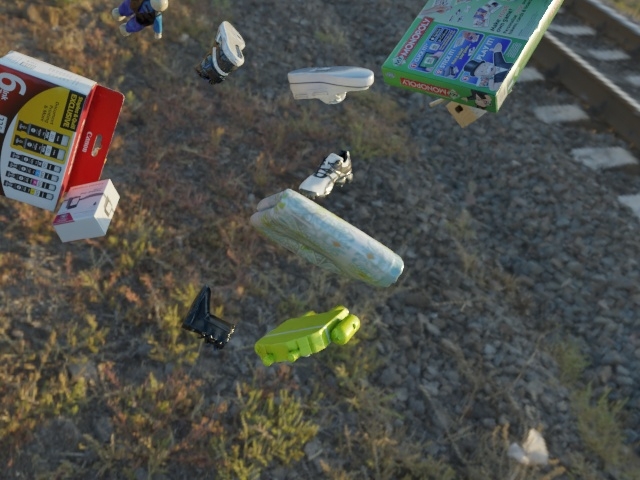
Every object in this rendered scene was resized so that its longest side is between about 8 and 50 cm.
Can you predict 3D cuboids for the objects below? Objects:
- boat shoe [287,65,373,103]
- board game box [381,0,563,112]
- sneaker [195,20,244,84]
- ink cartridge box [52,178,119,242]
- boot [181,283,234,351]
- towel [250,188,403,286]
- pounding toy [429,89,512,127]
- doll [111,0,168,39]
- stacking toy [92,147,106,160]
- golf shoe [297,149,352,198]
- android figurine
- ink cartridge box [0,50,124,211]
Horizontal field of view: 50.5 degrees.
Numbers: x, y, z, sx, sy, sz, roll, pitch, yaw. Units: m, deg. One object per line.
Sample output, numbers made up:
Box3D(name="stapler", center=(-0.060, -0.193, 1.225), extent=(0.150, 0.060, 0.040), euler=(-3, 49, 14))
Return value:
Box3D(name="boat shoe", center=(0.029, -0.382, 1.686), extent=(0.258, 0.084, 0.095), euler=(15, 36, 43))
Box3D(name="board game box", center=(0.277, -0.376, 1.193), extent=(0.213, 0.046, 0.317), euler=(22, 67, 29))
Box3D(name="sneaker", center=(-0.252, -0.452, 1.650), extent=(0.079, 0.121, 0.217), euler=(44, 20, -29))
Box3D(name="ink cartridge box", center=(-0.555, -0.072, 1.612), extent=(0.109, 0.063, 0.150), euler=(-11, 40, 9))
Box3D(name="boot", center=(-0.222, 0.160, 1.397), extent=(0.099, 0.045, 0.121), euler=(31, 47, -13))
Box3D(name="towel", center=(0.000, 0.000, 1.636), extent=(0.320, 0.090, 0.374), euler=(29, -9, -13))
Box3D(name="pounding toy", center=(0.359, -0.345, 1.642), extent=(0.100, 0.130, 0.141), euler=(52, -8, -2))
Box3D(name="doll", center=(-0.395, -0.511, 1.519), extent=(0.189, 0.129, 0.046), euler=(-3, 27, 48))
Box3D(name="stacking toy", center=(-0.790, -0.265, 2.047), extent=(0.301, 0.175, 0.166), euler=(8, -3, 5))
Box3D(name="golf shoe", center=(0.010, -0.169, 1.694), extent=(0.077, 0.094, 0.198), euler=(20, 33, 26))
Box3D(name="android figurine", center=(-0.038, 0.220, 1.564), extent=(0.248, 0.056, 0.273), euler=(-14, 9, 25))
Box3D(name="ink cartridge box", center=(-0.642, -0.243, 1.599), extent=(0.271, 0.310, 0.130), euler=(18, 23, -15))
